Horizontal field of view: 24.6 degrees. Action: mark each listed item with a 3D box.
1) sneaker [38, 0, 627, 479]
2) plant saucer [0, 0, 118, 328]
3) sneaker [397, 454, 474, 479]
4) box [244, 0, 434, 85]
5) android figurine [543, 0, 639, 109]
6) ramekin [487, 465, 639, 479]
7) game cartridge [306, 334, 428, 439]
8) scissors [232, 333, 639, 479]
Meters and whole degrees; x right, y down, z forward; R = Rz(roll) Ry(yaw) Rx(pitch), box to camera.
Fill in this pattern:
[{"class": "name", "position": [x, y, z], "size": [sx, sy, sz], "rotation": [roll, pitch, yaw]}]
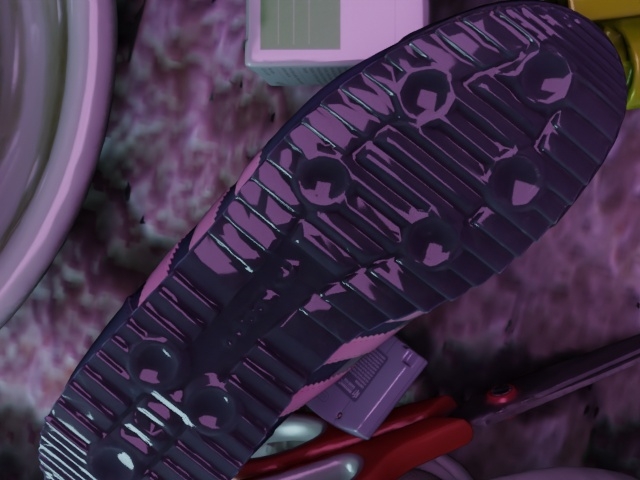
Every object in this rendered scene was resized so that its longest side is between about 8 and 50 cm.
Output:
[{"class": "sneaker", "position": [0.000, 0.000, 0.678], "size": [0.319, 0.131, 0.112], "rotation": [-39, 98, 16]}, {"class": "plant saucer", "position": [-0.289, -0.102, 0.735], "size": [0.400, 0.100, 0.401], "rotation": [0, 94, 6]}, {"class": "sneaker", "position": [-0.031, 0.204, 0.716], "size": [0.099, 0.121, 0.262], "rotation": [44, 97, 3]}, {"class": "box", "position": [0.011, -0.127, 0.702], "size": [0.087, 0.102, 0.101], "rotation": [0, 92, 4]}, {"class": "android figurine", "position": [0.168, -0.188, 0.665], "size": [0.272, 0.056, 0.248], "rotation": [-12, 96, -18]}, {"class": "ramekin", "position": [0.100, 0.232, 0.641], "size": [0.277, 0.135, 0.277], "rotation": [-13, 123, -20]}, {"class": "game cartridge", "position": [0.014, 0.062, 0.728], "size": [0.056, 0.083, 0.017], "rotation": [-49, 127, -1]}, {"class": "scissors", "position": [0.074, 0.090, 0.710], "size": [0.297, 0.109, 0.021], "rotation": [-14, 110, 5]}]
